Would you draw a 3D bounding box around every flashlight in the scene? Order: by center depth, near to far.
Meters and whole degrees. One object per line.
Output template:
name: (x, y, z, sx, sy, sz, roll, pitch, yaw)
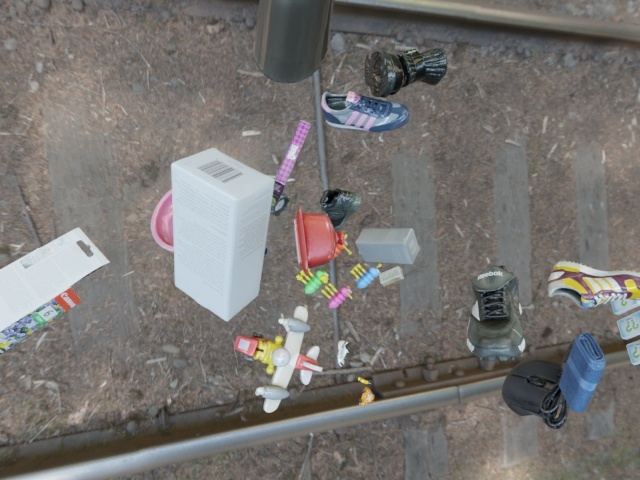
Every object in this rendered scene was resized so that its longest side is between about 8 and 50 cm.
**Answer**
flashlight: (-0.266, -0.218, 1.685, 0.304, 0.103, 0.103, 38, 40, 21)

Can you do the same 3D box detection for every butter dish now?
butter dish: (0.000, 0.000, 0.995, 0.118, 0.160, 0.159, -7, 83, -4)

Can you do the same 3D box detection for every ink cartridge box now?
ink cartridge box: (-0.255, 0.042, 0.376, 0.063, 0.029, 0.115, 38, 60, 24)

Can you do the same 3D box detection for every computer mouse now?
computer mouse: (0.452, 0.296, 0.870, 0.072, 0.272, 0.188, 33, 71, 15)

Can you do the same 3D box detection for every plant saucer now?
plant saucer: (-0.478, -0.088, 1.582, 0.332, 0.084, 0.332, -6, 61, 10)

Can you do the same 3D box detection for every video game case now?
video game case: (-0.111, -0.249, 1.370, 0.042, 0.210, 0.232, 24, 71, -9)

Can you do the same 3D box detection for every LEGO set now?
LEGO set: (0.776, 0.167, 0.954, 0.060, 0.244, 0.182, 9, 59, -7)

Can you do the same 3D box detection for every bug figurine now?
bug figurine: (0.064, 0.109, 1.285, 0.216, 0.072, 0.279, -47, 130, 6)

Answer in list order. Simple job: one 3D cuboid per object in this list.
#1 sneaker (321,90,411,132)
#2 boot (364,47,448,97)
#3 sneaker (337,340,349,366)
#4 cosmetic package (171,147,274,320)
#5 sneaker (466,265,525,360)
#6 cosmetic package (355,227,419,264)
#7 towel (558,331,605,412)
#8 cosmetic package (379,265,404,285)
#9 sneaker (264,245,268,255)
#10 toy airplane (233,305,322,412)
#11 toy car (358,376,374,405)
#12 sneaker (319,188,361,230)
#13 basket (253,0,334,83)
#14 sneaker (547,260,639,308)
sneaker: (0.148, -0.455, 1.431, 0.319, 0.131, 0.112, 6, 68, 22)
boot: (0.292, -0.551, 1.338, 0.260, 0.348, 0.131, -1, 120, -2)
sneaker: (0.077, 0.371, 1.356, 0.037, 0.032, 0.083, -4, 73, 18)
cosmetic package: (-0.292, -0.008, 1.207, 0.230, 0.453, 0.161, 30, 40, 19)
sneaker: (0.260, 0.096, 0.622, 0.234, 0.078, 0.106, -24, 104, -62)
cosmetic package: (0.284, 0.023, 1.760, 0.107, 0.238, 0.127, -56, 134, -32)
towel: (0.417, 0.211, 0.656, 0.029, 0.067, 0.119, 3, 121, 7)
cosmetic package: (0.359, 0.182, 2.093, 0.041, 0.115, 0.060, 41, 34, -41)
sneaker: (-0.322, 0.005, 1.723, 0.232, 0.090, 0.081, 25, 86, -12)
toy airplane: (-0.169, 0.553, 1.941, 0.385, 0.272, 0.386, -25, 84, -12)
toy car: (0.134, 0.458, 1.231, 0.060, 0.041, 0.122, -58, 146, -25)
sneaker: (0.042, -0.113, 1.477, 0.130, 0.227, 0.087, 18, 61, -14)
basket: (-0.046, -0.451, 0.787, 0.154, 0.227, 0.204, 24, 74, -2)
sneaker: (0.541, 0.100, 0.793, 0.084, 0.186, 0.069, -57, 136, -25)
